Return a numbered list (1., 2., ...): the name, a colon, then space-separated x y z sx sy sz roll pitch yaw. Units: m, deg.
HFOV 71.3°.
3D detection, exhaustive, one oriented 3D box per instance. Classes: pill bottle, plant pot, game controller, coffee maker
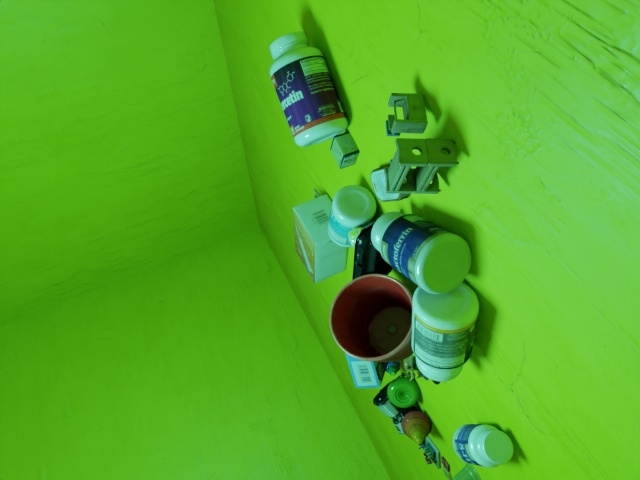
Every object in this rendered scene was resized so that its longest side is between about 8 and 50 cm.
1. pill bottle: -0.047 -0.475 1.413 0.323 0.181 0.181 69 166 -5
2. pill bottle: 0.464 0.584 1.271 0.112 0.112 0.187 63 165 18
3. pill bottle: 0.245 0.019 1.144 0.264 0.153 0.153 41 150 61
4. plant pot: 0.200 0.266 1.421 0.275 0.275 0.243 58 -170 34
5. plant pot: 0.506 0.838 1.560 0.083 0.079 0.083 158 90 -76
6. pill bottle: 0.101 -0.070 1.552 0.146 0.146 0.264 63 165 19
7. pill bottle: 0.322 0.243 1.180 0.162 0.162 0.278 53 160 45
8. game controller: 0.175 0.044 1.409 0.067 0.166 0.319 40 153 26
9. coffee maker: 0.337 0.682 1.847 0.178 0.171 0.120 48 -169 -6

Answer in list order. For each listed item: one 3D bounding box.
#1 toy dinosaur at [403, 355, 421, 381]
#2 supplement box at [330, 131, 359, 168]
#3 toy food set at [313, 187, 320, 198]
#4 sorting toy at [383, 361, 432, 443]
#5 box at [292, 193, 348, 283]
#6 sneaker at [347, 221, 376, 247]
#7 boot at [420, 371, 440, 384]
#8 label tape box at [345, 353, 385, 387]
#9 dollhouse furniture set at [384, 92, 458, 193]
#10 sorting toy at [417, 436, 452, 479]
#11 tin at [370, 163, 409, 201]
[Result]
1. toy dinosaur: 0.332 0.460 1.665 0.211 0.064 0.112 90 155 -56
2. supplement box: 0.079 -0.297 1.472 0.083 0.056 0.083 64 165 15
3. toy food set: -0.006 -0.176 2.037 0.122 0.019 0.078 54 161 42
4. sorting toy: 0.332 0.633 1.722 0.126 0.127 0.365 -47 -64 -80
5. box: 0.000 0.000 1.973 0.215 0.168 0.345 58 163 28
6. sneaker: 0.190 0.008 1.478 0.240 0.126 0.091 32 -144 -58
7. boot: 0.380 0.472 1.559 0.114 0.037 0.106 91 166 -51
8. label tape box: 0.205 0.400 1.850 0.347 0.115 0.249 -46 -58 -61
9. dollhouse furniture set: 0.218 -0.218 1.013 0.129 0.129 0.184 102 168 -66
10. sorting toy: 0.457 0.896 1.895 0.274 0.046 0.132 49 156 51
11. tin: 0.198 -0.165 1.283 0.189 0.040 0.106 -172 65 -74
